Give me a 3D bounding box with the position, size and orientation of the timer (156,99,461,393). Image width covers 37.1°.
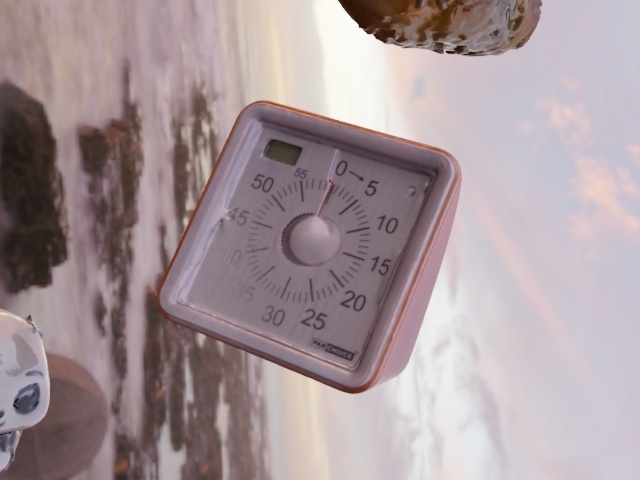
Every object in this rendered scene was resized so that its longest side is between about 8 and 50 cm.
[{"bbox_3d":[0.000,0.000,0.991,0.161,0.257,0.250,9,99,-66],"label":"timer"}]

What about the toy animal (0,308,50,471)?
[{"bbox_3d":[-0.351,0.149,0.921,0.179,0.166,0.138,-48,-124,27],"label":"toy animal"}]

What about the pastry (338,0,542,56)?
[{"bbox_3d":[0.149,-0.346,1.184,0.162,0.310,0.255,-49,-116,36],"label":"pastry"}]
